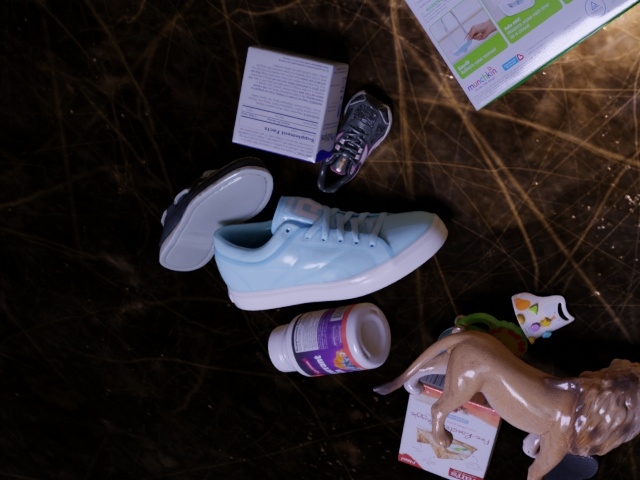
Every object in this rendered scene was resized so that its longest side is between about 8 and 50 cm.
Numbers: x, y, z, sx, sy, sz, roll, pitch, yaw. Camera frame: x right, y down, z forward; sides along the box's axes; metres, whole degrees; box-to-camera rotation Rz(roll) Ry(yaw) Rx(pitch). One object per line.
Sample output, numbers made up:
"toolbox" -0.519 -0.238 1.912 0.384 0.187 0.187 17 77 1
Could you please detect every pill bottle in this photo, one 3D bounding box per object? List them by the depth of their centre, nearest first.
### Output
"pill bottle" 0.011 0.168 1.960 0.193 0.108 0.108 -13 124 38

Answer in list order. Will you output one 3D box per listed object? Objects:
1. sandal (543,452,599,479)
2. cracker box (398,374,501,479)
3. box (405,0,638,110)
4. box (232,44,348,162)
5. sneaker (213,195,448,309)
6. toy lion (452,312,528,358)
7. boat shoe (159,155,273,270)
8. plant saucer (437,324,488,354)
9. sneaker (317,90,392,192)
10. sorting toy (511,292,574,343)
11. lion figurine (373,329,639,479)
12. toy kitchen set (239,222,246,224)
"sandal" 0.418 0.377 1.997 0.067 0.040 0.179 34 153 3
"cracker box" 0.225 0.314 2.014 0.155 0.067 0.232 18 138 13
"box" 0.224 -0.313 1.305 0.262 0.126 0.231 -35 88 46
"box" -0.041 -0.188 1.623 0.126 0.072 0.137 15 104 16
"sneaker" 0.000 0.000 1.754 0.365 0.135 0.150 -16 120 20
"toy lion" 0.267 0.149 1.827 0.096 0.034 0.100 -24 116 34
"boat shoe" -0.174 -0.059 1.848 0.114 0.091 0.302 14 144 -33
"plant saucer" 0.247 0.174 1.898 0.119 0.021 0.119 16 136 16
"sneaker" 0.045 -0.129 1.672 0.072 0.077 0.178 26 138 2
"sorting toy" 0.339 0.114 1.782 0.075 0.045 0.083 -22 120 20
"lion figurine" 0.298 0.227 1.776 0.392 0.142 0.240 22 126 -5
"toy kitchen set" -0.145 0.024 1.923 0.075 0.083 0.068 46 135 -18
